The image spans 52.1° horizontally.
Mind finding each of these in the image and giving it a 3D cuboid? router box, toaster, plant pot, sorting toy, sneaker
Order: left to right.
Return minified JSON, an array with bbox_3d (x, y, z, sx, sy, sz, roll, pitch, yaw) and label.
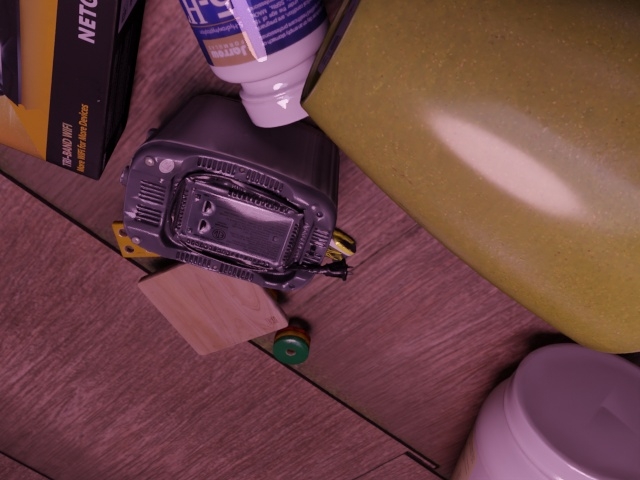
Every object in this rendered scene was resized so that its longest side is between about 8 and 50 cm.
[{"bbox_3d":[-0.270,-0.195,0.521,0.243,0.081,0.309,21,149,-10],"label":"router box"},{"bbox_3d":[-0.129,0.057,0.785,0.132,0.046,0.274,-22,122,21],"label":"sorting toy"},{"bbox_3d":[-0.068,-0.051,0.636,0.227,0.146,0.129,16,127,-5],"label":"toaster"},{"bbox_3d":[0.000,0.000,0.738,0.083,0.031,0.035,33,123,-18],"label":"sneaker"},{"bbox_3d":[0.144,-0.096,0.498,0.294,0.274,0.274,25,125,-12],"label":"plant pot"}]

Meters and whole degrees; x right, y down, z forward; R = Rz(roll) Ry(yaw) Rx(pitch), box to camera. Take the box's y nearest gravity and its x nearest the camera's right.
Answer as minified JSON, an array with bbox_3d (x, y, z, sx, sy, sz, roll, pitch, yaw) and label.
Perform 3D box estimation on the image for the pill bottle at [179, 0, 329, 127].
[{"bbox_3d":[-0.056,-0.196,0.548,0.112,0.112,0.186,-14,124,16],"label":"pill bottle"}]

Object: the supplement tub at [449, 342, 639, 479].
[{"bbox_3d":[0.288,0.311,0.813,0.236,0.235,0.324,9,127,-1],"label":"supplement tub"}]
